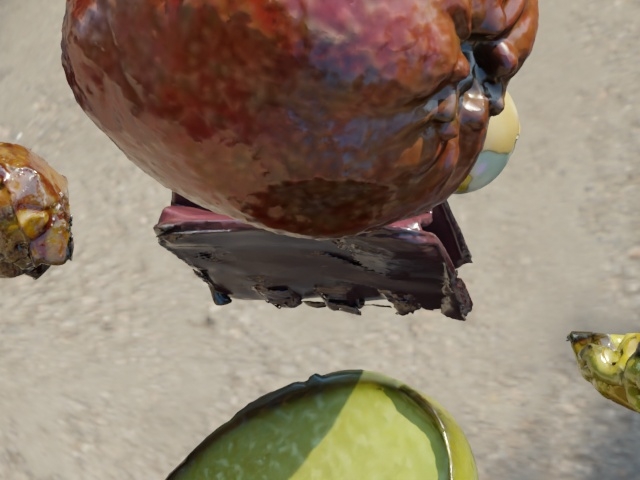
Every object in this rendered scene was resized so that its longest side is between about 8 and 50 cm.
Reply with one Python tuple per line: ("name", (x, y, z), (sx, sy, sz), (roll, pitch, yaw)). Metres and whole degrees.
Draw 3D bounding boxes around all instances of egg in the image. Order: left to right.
("egg", (0.100, -0.074, 1.059), (0.071, 0.083, 0.071), (13, 52, -18))

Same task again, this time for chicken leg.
("chicken leg", (-0.255, -0.022, 1.344), (0.093, 0.304, 0.113), (-15, 92, -6))

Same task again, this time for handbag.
("handbag", (0.000, -0.003, 1.125), (0.203, 0.216, 0.074), (3, 73, 15))

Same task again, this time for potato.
("potato", (-0.018, 0.192, 0.798), (0.272, 0.160, 0.111), (-50, 139, 1))

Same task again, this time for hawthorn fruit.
("hawthorn fruit", (-0.030, -0.113, 0.730), (0.253, 0.205, 0.205), (25, 78, 25))

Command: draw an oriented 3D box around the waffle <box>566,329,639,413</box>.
("waffle", (0.429, 0.097, 1.396), (0.379, 0.382, 0.095), (-9, 92, -8))
